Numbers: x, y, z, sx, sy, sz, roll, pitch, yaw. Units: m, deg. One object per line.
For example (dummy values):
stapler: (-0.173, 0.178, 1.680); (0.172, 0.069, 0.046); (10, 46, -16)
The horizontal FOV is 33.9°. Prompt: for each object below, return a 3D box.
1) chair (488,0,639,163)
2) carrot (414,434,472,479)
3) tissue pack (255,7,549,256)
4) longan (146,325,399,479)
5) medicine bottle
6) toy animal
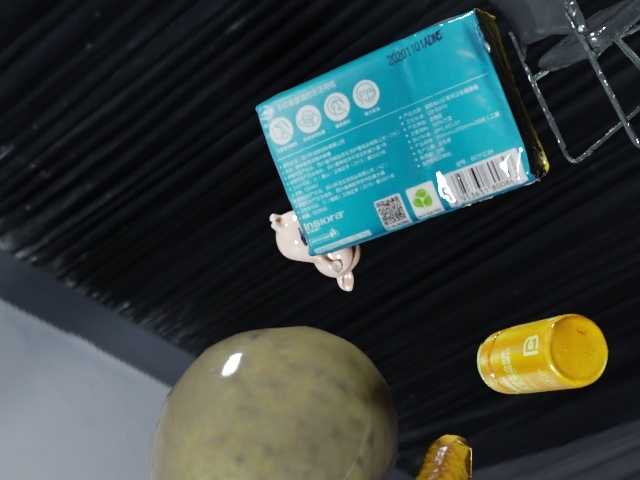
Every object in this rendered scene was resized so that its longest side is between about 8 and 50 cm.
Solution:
chair: (0.273, -0.207, 1.047); (0.221, 0.145, 0.140); (53, -16, -8)
carrot: (0.126, 0.358, 1.327); (0.070, 0.070, 0.260); (50, 50, -17)
tissue pack: (0.088, -0.111, 1.134); (0.134, 0.271, 0.192); (-21, 92, -66)
longan: (-0.067, 0.312, 1.535); (0.404, 0.336, 0.404); (7, 78, -35)
medicine bottle: (0.297, 0.156, 1.422); (0.096, 0.192, 0.096); (4, 79, -18)
toy animal: (-0.004, 0.002, 1.422); (0.150, 0.089, 0.083); (30, 68, -29)
